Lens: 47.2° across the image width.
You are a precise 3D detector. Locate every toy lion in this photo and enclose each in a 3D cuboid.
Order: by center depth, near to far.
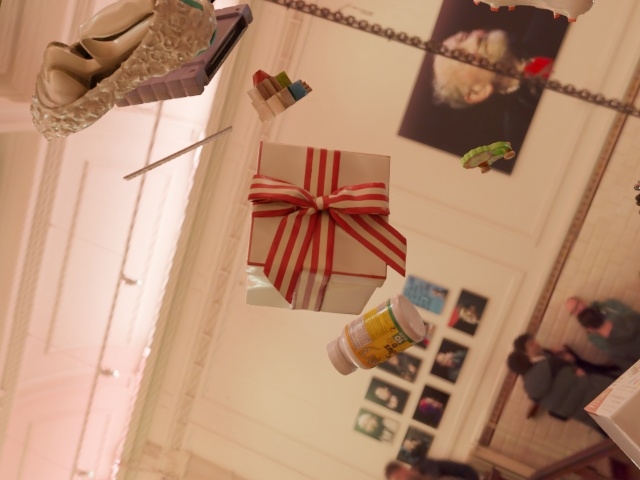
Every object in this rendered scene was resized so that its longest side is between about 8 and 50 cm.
[{"bbox_3d":[0.356,-0.183,1.579,0.100,0.034,0.096,-31,-26,29],"label":"toy lion"}]

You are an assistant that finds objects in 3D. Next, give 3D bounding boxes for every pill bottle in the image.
[{"bbox_3d":[0.120,0.218,1.643,0.208,0.117,0.117,-33,0,21],"label":"pill bottle"}]

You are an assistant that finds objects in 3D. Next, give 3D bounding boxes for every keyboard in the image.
[{"bbox_3d":[-0.305,-0.188,1.582,0.256,0.014,0.072,-27,10,-5],"label":"keyboard"}]

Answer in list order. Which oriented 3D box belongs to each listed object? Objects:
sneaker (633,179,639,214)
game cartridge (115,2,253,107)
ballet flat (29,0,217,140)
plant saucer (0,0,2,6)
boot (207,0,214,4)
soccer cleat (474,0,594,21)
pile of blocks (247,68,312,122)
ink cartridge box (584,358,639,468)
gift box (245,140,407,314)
[{"bbox_3d":[0.713,-0.092,1.400,0.276,0.135,0.097,-4,-94,-36],"label":"sneaker"},{"bbox_3d":[-0.315,-0.432,1.679,0.355,0.230,0.068,-70,-28,-45],"label":"game cartridge"},{"bbox_3d":[-0.347,-0.292,1.150,0.147,0.409,0.147,42,-145,-40],"label":"ballet flat"},{"bbox_3d":[-0.603,-0.347,1.222,0.241,0.037,0.241,-58,15,24],"label":"plant saucer"},{"bbox_3d":[-0.273,-0.622,1.602,0.236,0.178,0.085,-35,6,37],"label":"boot"},{"bbox_3d":[0.311,-0.382,1.090,0.068,0.196,0.076,-47,-36,-36],"label":"soccer cleat"},{"bbox_3d":[-0.108,-0.377,1.802,0.149,0.112,0.362,-34,11,0],"label":"pile of blocks"},{"bbox_3d":[0.423,0.186,0.838,0.176,0.127,0.128,-42,-12,0],"label":"ink cartridge box"},{"bbox_3d":[0.000,0.000,1.251,0.258,0.255,0.276,107,163,-66],"label":"gift box"}]
